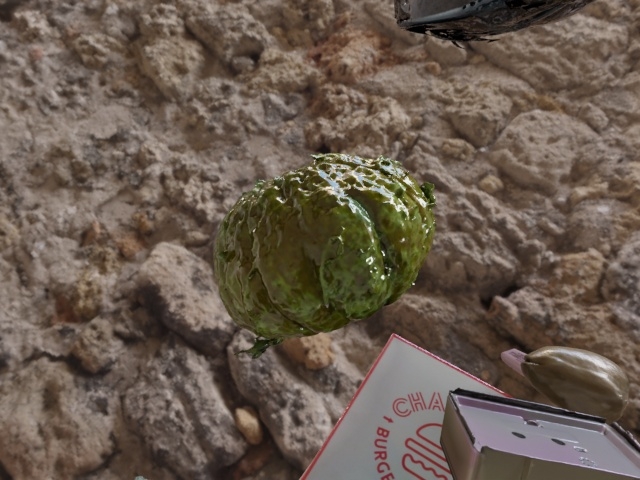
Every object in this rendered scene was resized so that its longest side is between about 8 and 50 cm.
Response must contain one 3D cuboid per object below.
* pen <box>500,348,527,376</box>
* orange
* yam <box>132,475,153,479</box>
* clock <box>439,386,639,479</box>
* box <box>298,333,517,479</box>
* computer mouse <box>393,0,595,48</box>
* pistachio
[{"bbox_3d":[0.444,0.269,1.068,0.197,0.053,0.032,-153,-133,-80],"label":"pen"},{"bbox_3d":[0.000,0.000,0.666,0.301,0.300,0.223,-22,-81,46],"label":"orange"},{"bbox_3d":[-0.083,0.329,0.315,0.133,0.330,0.133,4,-16,1],"label":"yam"},{"bbox_3d":[0.233,0.227,0.526,0.192,0.071,0.147,11,6,2],"label":"clock"},{"bbox_3d":[0.174,0.414,0.871,0.314,0.312,0.300,26,-37,20],"label":"box"},{"bbox_3d":[0.157,-0.213,0.388,0.233,0.137,0.096,-21,-101,64],"label":"computer mouse"},{"bbox_3d":[0.415,0.229,0.823,0.185,0.108,0.126,28,-10,-9],"label":"pistachio"}]
